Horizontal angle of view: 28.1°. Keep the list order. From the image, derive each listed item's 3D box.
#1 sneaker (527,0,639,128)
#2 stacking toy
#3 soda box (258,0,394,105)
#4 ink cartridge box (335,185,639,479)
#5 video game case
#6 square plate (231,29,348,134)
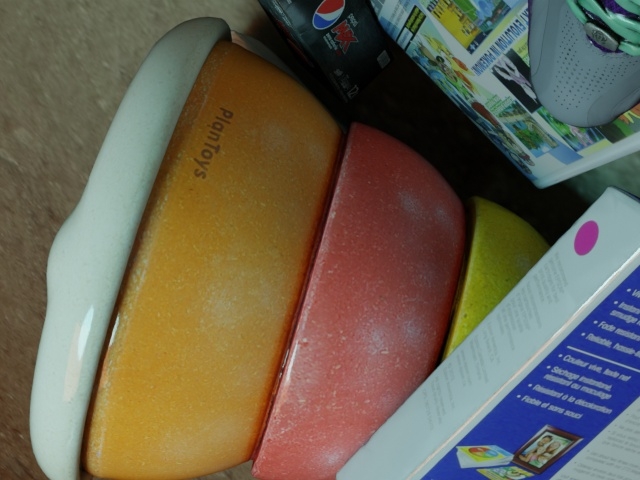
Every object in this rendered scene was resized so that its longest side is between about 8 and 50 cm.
[{"bbox_3d":[0.125,-0.124,0.512,0.083,0.098,0.223,31,135,12],"label":"sneaker"},{"bbox_3d":[0.061,0.069,0.919,0.480,0.350,0.350,18,148,0],"label":"stacking toy"},{"bbox_3d":[-0.004,-0.161,0.884,0.060,0.053,0.169,46,178,25],"label":"soda box"},{"bbox_3d":[0.179,0.081,0.758,0.176,0.069,0.371,20,130,-25],"label":"ink cartridge box"},{"bbox_3d":[0.075,-0.161,0.759,0.300,0.036,0.329,46,175,0],"label":"video game case"},{"bbox_3d":[0.000,0.000,1.177,0.347,0.049,0.344,46,151,0],"label":"square plate"}]
